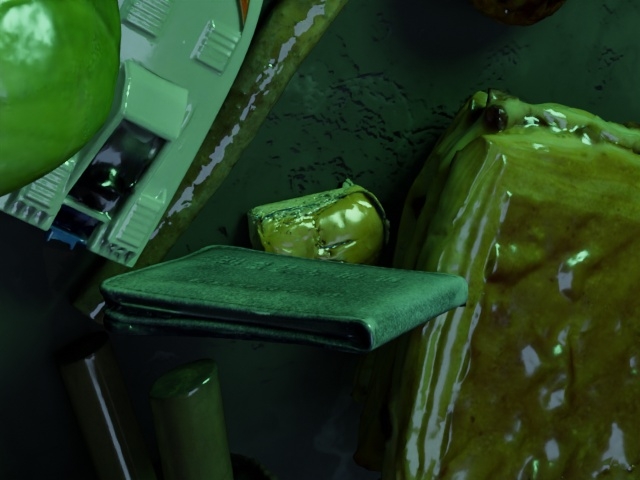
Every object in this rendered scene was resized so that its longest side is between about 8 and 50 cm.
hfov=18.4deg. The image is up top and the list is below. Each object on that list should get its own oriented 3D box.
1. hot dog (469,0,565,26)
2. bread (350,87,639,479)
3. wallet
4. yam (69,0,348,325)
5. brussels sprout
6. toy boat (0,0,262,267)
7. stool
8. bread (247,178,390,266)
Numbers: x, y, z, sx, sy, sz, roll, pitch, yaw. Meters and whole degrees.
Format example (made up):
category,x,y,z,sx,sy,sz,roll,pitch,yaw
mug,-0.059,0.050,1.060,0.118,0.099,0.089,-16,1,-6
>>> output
category,x,y,z,sx,sy,sz,roll,pitch,yaw
hot dog,0.183,-0.260,1.478,0.227,0.099,0.160,-42,124,-8
bread,0.154,0.053,1.547,0.277,0.167,0.324,12,92,-34
wallet,-0.028,0.040,1.377,0.167,0.222,0.036,-19,111,-60
yam,-0.073,-0.076,1.437,0.045,0.045,0.327,35,90,-13
brussels sprout,-0.236,-0.133,1.216,0.244,0.244,0.244,-11,115,-26
toy boat,-0.117,-0.128,1.362,0.129,0.088,0.295,27,95,-36
stool,-0.156,0.199,1.375,0.272,0.272,0.178,-30,112,-17
bread,0.000,0.000,1.505,0.106,0.053,0.072,-13,112,-20
